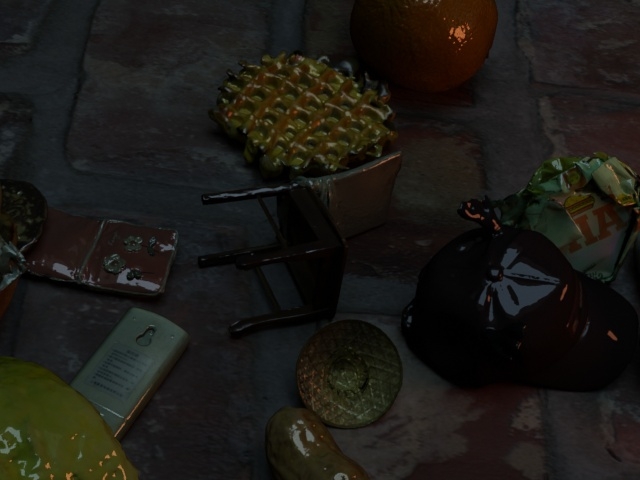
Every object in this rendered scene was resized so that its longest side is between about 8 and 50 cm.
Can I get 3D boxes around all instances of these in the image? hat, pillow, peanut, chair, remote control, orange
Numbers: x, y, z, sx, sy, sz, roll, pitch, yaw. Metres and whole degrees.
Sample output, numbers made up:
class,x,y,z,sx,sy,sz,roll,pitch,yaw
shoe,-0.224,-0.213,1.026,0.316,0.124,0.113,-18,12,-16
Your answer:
class,x,y,z,sx,sy,sz,roll,pitch,yaw
hat,0.289,0.077,1.499,0.336,0.209,0.238,9,65,-1
pillow,-0.323,0.016,1.559,0.232,0.043,0.126,11,47,-1
peanut,0.006,0.293,1.329,0.095,0.108,0.226,-12,49,-34
chair,0.000,0.000,1.572,0.319,0.160,0.186,-11,45,-21
hat,0.033,0.176,1.480,0.146,0.067,0.146,0,89,-10
remote control,-0.263,0.182,1.420,0.098,0.038,0.233,24,46,9
orange,0.181,-0.379,1.911,0.264,0.264,0.264,6,46,-7

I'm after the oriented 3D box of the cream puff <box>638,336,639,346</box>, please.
class,x,y,z,sx,sy,sz,roll,pitch,yaw
cream puff,0.584,0.126,1.553,0.281,0.185,0.282,-2,80,11

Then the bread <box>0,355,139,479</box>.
class,x,y,z,sx,sy,sz,roll,pitch,yaw
bread,-0.357,0.293,1.104,0.307,0.348,0.348,-24,56,-39

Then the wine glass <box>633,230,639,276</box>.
class,x,y,z,sx,sy,sz,roll,pitch,yaw
wine glass,0.534,0.010,1.720,0.092,0.093,0.202,10,46,-3

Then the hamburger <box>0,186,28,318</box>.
class,x,y,z,sx,sy,sz,roll,pitch,yaw
hamburger,-0.523,0.006,1.394,0.277,0.195,0.318,-38,59,-20

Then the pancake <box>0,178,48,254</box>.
class,x,y,z,sx,sy,sz,roll,pitch,yaw
pancake,-0.470,-0.018,1.551,0.184,0.020,0.190,14,51,23

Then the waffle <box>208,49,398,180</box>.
class,x,y,z,sx,sy,sz,roll,pitch,yaw
waffle,-0.017,-0.208,1.823,0.329,0.062,0.329,7,45,-7

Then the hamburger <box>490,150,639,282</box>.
class,x,y,z,sx,sy,sz,roll,pitch,yaw
hamburger,0.363,-0.038,1.652,0.235,0.214,0.125,6,34,2
